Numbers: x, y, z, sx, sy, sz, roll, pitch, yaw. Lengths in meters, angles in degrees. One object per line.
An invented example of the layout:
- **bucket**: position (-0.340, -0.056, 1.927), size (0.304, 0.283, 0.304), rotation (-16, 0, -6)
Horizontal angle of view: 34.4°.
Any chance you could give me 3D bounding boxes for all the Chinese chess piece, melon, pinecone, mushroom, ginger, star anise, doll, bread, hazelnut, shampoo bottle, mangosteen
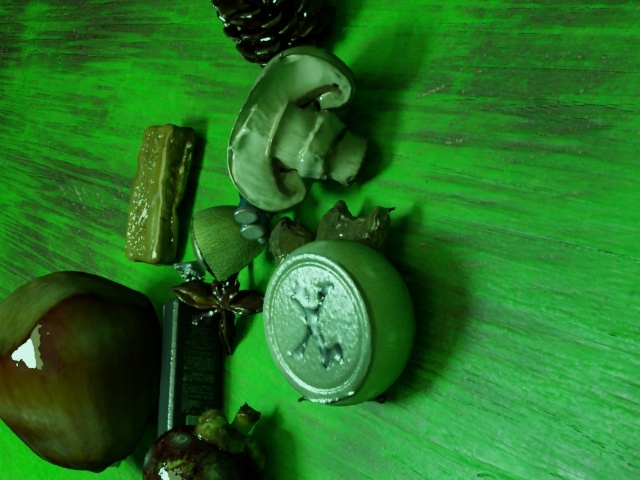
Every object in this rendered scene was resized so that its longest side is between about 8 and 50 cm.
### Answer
- **Chinese chess piece**: position (0.023, 0.114, 1.399), size (0.238, 0.092, 0.237), rotation (8, 102, 42)
- **melon**: position (-0.149, -0.020, 1.702), size (0.128, 0.079, 0.160), rotation (-20, 35, 7)
- **pinecone**: position (-0.081, -0.373, 1.658), size (0.179, 0.204, 0.184), rotation (-51, 40, 3)
- **mushroom**: position (-0.023, -0.168, 1.559), size (0.189, 0.195, 0.253), rotation (-77, 11, -69)
- **ginger**: position (0.001, 0.000, 1.525), size (0.290, 0.084, 0.122), rotation (-2, 84, 54)
- **star anise**: position (-0.153, 0.082, 1.725), size (0.140, 0.158, 0.144), rotation (-40, 15, 27)
- **doll**: position (-0.095, -0.068, 1.654), size (0.086, 0.114, 0.152), rotation (-6, 34, 19)
- **bread**: position (-0.300, -0.087, 1.966), size (0.139, 0.077, 0.270), rotation (1, 82, 50)
- **hazelnut**: position (-0.434, 0.229, 1.847), size (0.366, 0.366, 0.365), rotation (-22, 62, 49)
- **shampoo bottle**: position (-0.217, 0.185, 1.747), size (0.071, 0.098, 0.309), rotation (-24, 60, 53)
- **mangosteen**: position (-0.162, 0.347, 1.577), size (0.217, 0.192, 0.192), rotation (-46, 35, -12)

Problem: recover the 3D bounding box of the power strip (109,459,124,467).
- **power strip**: position (-0.419, 0.354, 2.019), size (0.081, 0.035, 0.192), rotation (-58, 40, 24)
